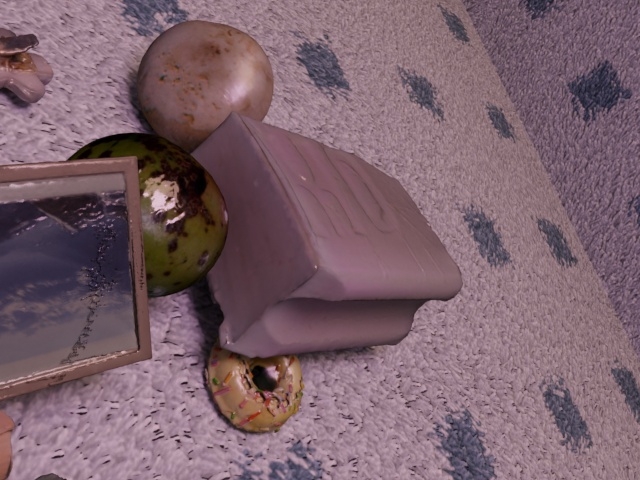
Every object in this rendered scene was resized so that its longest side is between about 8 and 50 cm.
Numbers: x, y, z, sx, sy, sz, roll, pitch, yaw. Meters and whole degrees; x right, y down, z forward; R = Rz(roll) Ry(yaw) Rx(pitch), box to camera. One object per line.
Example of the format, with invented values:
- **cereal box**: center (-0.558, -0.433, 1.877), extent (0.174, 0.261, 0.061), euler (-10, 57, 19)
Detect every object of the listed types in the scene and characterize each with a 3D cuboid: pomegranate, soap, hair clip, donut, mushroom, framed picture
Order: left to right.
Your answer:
- **hair clip**: center (-0.499, -0.260, 0.927), extent (0.257, 0.075, 0.146), euler (-14, 71, -45)
- **framed picture**: center (-0.333, 0.046, 0.664), extent (0.335, 0.022, 0.248), euler (-10, 105, -41)
- **pomegranate**: center (-0.273, 0.001, 0.878), extent (0.242, 0.242, 0.306), euler (43, 81, -15)
- **mushroom**: center (-0.197, -0.261, 1.176), extent (0.243, 0.243, 0.244), euler (28, 44, -31)
- **donut**: center (-0.095, 0.209, 1.010), extent (0.174, 0.068, 0.175), euler (30, 43, -32)
- **soap**: center (0.000, 0.000, 1.108), extent (0.435, 0.213, 0.350), euler (10, 42, -50)

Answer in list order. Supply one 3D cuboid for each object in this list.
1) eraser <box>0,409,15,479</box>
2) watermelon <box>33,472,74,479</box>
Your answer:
- **eraser**: center (-0.425, 0.242, 0.548), extent (0.087, 0.171, 0.290), euler (40, 29, 28)
- **watermelon**: center (-0.212, 0.336, 0.544), extent (0.229, 0.258, 0.387), euler (68, 21, -1)
